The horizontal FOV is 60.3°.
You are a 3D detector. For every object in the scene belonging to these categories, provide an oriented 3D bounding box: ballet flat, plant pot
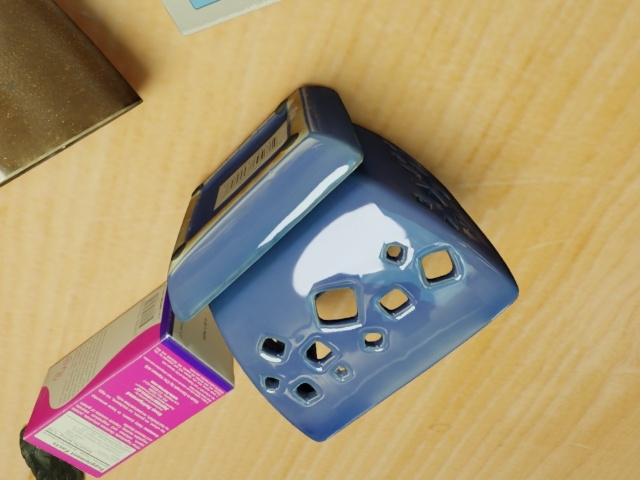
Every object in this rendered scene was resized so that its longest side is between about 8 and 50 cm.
[{"bbox_3d":[-0.372,0.320,0.769,0.057,0.049,0.173,-34,136,-43],"label":"ballet flat"},{"bbox_3d":[-0.293,-0.150,0.410,0.215,0.215,0.230,-28,110,8],"label":"plant pot"},{"bbox_3d":[0.000,0.000,0.524,0.236,0.236,0.212,-41,113,16],"label":"plant pot"}]

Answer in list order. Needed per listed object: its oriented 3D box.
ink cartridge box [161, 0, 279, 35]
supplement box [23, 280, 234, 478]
[{"bbox_3d":[-0.045,-0.291,0.335,0.296,0.066,0.261,-2,131,38],"label":"ink cartridge box"},{"bbox_3d":[-0.219,0.162,0.651,0.220,0.111,0.114,-34,121,12],"label":"supplement box"}]
